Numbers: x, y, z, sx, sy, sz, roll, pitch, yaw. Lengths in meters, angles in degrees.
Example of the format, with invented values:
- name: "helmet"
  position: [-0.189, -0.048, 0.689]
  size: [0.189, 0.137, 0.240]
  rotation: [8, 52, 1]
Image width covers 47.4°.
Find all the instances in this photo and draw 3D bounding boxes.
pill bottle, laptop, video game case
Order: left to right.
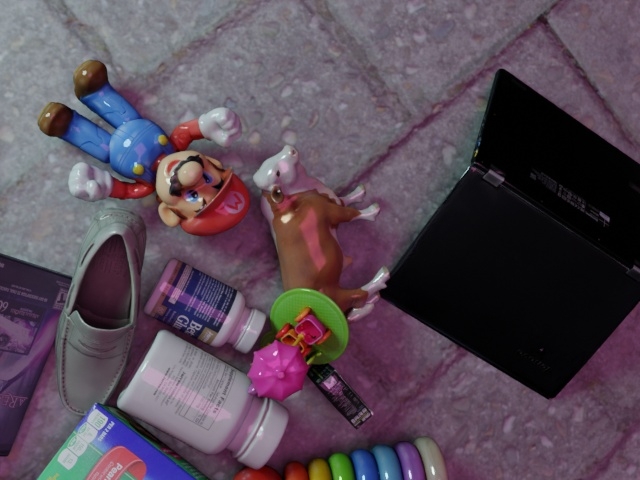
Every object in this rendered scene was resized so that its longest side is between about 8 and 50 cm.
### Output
- name: "video game case"
  position: [-0.458, 0.156, 0.997]
  size: [0.026, 0.196, 0.274]
  rotation: [14, 81, 31]
- name: "pill bottle"
  position: [-0.169, 0.240, 1.077]
  size: [0.229, 0.131, 0.131]
  rotation: [32, 80, -10]
- name: "pill bottle"
  position: [-0.172, 0.104, 1.102]
  size: [0.169, 0.094, 0.094]
  rotation: [28, 81, -11]
- name: "laptop"
  position: [0.364, -0.014, 1.285]
  size: [0.382, 0.236, 0.408]
  rotation: [32, 52, -11]

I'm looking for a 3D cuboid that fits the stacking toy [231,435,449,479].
- name: "stacking toy"
  position: [0.025, 0.387, 1.124]
  size: [0.330, 0.141, 0.141]
  rotation: [-2, 88, -10]

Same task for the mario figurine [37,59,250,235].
- name: "mario figurine"
  position: [-0.240, -0.130, 1.055]
  size: [0.320, 0.170, 0.198]
  rotation: [34, 114, -2]

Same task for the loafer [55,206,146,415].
- name: "loafer"
  position: [-0.314, 0.111, 1.025]
  size: [0.112, 0.111, 0.320]
  rotation: [9, 106, -13]

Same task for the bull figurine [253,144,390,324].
- name: "bull figurine"
  position: [0.000, 0.000, 1.142]
  size: [0.188, 0.101, 0.311]
  rotation: [-10, 101, -16]

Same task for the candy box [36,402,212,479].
- name: "candy box"
  position: [-0.257, 0.427, 1.005]
  size: [0.317, 0.122, 0.268]
  rotation: [34, 79, 9]

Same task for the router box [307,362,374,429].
- name: "router box"
  position: [0.027, 0.235, 1.131]
  size: [0.038, 0.122, 0.092]
  rotation: [-42, 96, -8]

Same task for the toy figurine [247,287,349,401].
- name: "toy figurine"
  position: [-0.059, 0.172, 1.051]
  size: [0.130, 0.159, 0.173]
  rotation: [48, 122, -2]
